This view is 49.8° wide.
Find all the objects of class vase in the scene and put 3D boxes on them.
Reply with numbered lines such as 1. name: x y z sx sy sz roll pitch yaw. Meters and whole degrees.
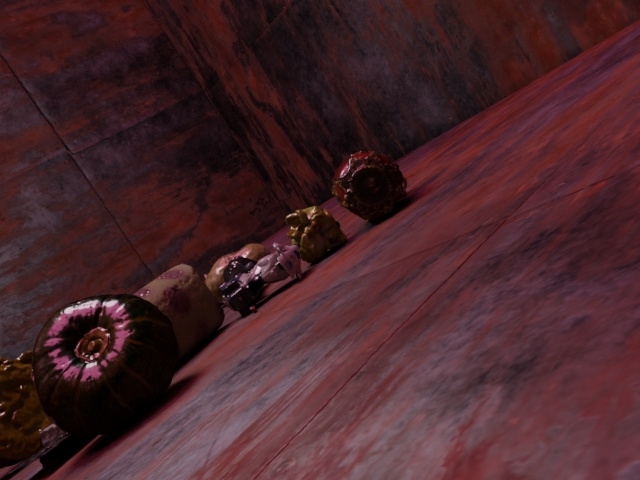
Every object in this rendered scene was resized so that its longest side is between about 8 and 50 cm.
1. vase: -0.196 0.110 1.764 0.115 0.115 0.237 -33 10 -2

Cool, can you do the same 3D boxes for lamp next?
1. lamp: 0.117 -0.139 1.733 0.177 0.177 0.274 -33 4 0

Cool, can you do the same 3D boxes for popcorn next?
1. popcorn: -0.021 -0.018 1.697 0.141 0.162 0.135 -69 28 22

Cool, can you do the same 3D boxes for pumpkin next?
1. pumpkin: -0.373 0.219 1.222 0.260 0.260 0.189 -34 -35 -13

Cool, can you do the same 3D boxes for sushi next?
1. sushi: -0.476 0.382 1.285 0.139 0.031 0.201 -30 3 36

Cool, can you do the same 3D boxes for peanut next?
1. peanut: -0.246 0.095 2.041 0.224 0.129 0.129 -32 5 -8

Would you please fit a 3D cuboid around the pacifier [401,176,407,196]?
1. pacifier: 0.209 -0.133 1.872 0.083 0.068 0.064 -27 36 -18

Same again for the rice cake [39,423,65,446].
1. rice cake: -0.513 0.370 1.543 0.127 0.043 0.237 -28 6 38

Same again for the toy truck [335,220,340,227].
1. toy truck: 0.000 0.000 1.833 0.063 0.074 0.136 -38 -34 -59

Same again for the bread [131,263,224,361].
1. bread: -0.362 0.195 1.489 0.155 0.187 0.338 -35 2 32

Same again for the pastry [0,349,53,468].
1. pastry: -0.699 0.381 1.528 0.132 0.235 0.240 -34 -16 34

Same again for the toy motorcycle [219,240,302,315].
1. toy motorcycle: -0.128 0.082 1.578 0.221 0.102 0.150 -39 15 -9
